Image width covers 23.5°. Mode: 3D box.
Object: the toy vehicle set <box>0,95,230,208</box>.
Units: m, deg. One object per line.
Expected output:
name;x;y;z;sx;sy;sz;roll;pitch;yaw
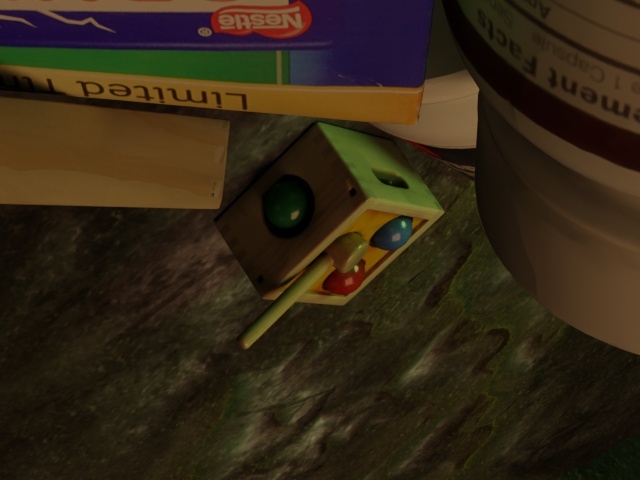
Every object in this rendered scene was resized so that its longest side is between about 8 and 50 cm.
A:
toy vehicle set;-0.191;-0.042;0.602;0.166;0.267;0.035;0;96;-55

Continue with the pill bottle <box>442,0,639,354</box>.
pill bottle;0.155;-0.148;0.515;0.224;0.224;0.392;-25;142;-19

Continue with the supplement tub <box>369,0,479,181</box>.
supplement tub;0.102;-0.131;0.843;0.191;0.191;0.272;-40;157;15

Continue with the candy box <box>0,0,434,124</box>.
candy box;-0.092;-0.173;0.425;0.268;0.122;0.317;4;151;2

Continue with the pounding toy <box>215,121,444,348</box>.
pounding toy;0.000;0.000;1.087;0.130;0.100;0.141;-44;156;22
